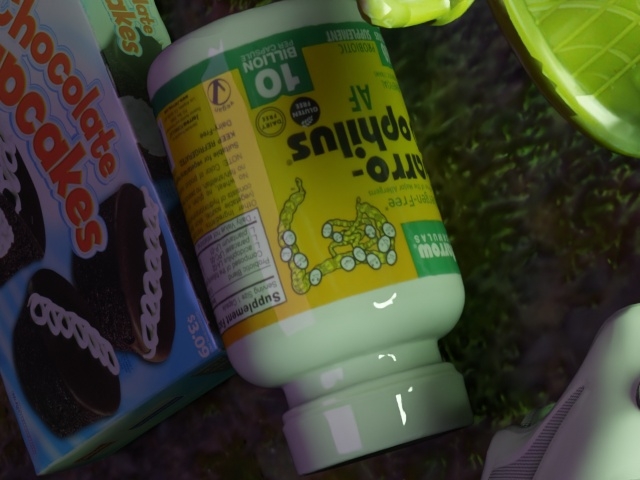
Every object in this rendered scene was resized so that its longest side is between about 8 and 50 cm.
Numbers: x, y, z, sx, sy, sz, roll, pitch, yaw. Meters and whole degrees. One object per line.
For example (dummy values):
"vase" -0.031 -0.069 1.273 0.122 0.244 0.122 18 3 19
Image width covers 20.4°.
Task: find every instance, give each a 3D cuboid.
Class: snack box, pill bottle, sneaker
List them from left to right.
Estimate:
"snack box" -0.149 -0.049 1.020 0.187 0.060 0.322 -36 71 41
"pill bottle" 0.000 0.000 0.841 0.117 0.117 0.208 -26 77 43
"sneaker" 0.110 0.155 0.768 0.330 0.122 0.146 112 166 -48

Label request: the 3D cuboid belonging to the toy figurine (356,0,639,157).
"toy figurine" 0.093 -0.233 0.488 0.217 0.191 0.362 -27 66 27
